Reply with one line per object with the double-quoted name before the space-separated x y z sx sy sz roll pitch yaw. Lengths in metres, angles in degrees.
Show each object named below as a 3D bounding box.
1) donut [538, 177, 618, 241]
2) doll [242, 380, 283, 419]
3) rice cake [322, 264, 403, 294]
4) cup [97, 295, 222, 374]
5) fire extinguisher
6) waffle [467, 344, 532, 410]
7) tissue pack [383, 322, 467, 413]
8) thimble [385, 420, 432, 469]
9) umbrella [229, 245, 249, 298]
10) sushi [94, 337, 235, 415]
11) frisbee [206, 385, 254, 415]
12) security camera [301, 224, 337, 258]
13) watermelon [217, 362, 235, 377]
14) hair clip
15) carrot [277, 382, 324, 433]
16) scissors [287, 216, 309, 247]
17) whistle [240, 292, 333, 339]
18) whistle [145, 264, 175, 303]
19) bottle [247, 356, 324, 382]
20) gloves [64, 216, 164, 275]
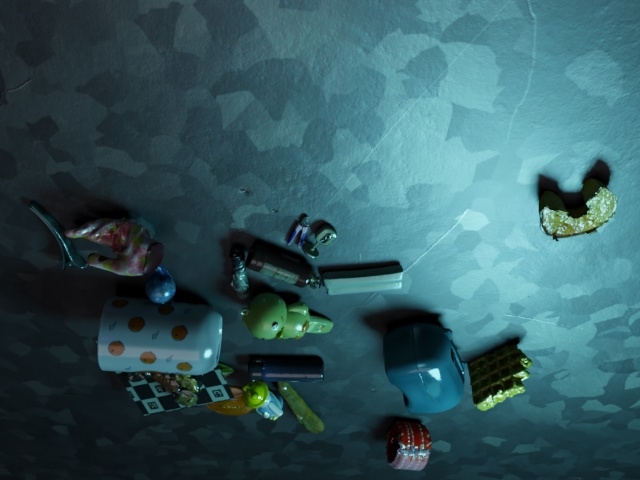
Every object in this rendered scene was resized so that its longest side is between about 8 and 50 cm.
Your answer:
"donut" 0.604 -0.073 1.455 0.181 0.078 0.146 -21 132 14
"doll" -0.194 0.531 2.054 0.099 0.135 0.241 -23 148 6
"rice cake" 0.120 0.113 1.683 0.222 0.042 0.080 -6 133 7
"cup" -0.448 0.274 1.751 0.317 0.212 0.212 4 135 -3
"fire extinguisher" -0.090 0.081 1.647 0.231 0.071 0.099 22 157 -21
"waffle" 0.556 0.413 1.881 0.055 0.160 0.211 33 128 -27
"tissue pack" 0.321 0.382 1.832 0.206 0.198 0.287 -15 130 20
"thimble" 0.316 0.745 2.224 0.125 0.163 0.189 9 149 -7
"umbrella" -0.223 0.088 1.673 0.050 0.046 0.188 15 139 14
"sushi" -0.501 0.430 1.946 0.359 0.064 0.343 -14 116 16
"frisbee" -0.322 0.579 2.175 0.192 0.035 0.192 1 135 1
"security camera" 0.000 0.000 1.573 0.058 0.058 0.092 29 121 -24
"watermelon" -0.406 0.456 2.043 0.245 0.063 0.119 -28 138 21
"hair clip" -0.688 -0.013 1.601 0.070 0.039 0.229 -6 130 8
"carrot" -0.077 0.586 2.152 0.070 0.070 0.342 -17 131 18
"scissors" -0.052 -0.022 1.574 0.039 0.012 0.113 16 133 -13
"whistle" -0.093 0.237 1.752 0.294 0.141 0.141 22 132 -20
"whistle" -0.451 0.120 1.684 0.090 0.090 0.158 -16 133 18
"bottle" -0.111 0.417 1.977 0.244 0.072 0.082 -1 100 3
"gloves" -0.523 0.004 1.555 0.241 0.126 0.145 27 143 16
